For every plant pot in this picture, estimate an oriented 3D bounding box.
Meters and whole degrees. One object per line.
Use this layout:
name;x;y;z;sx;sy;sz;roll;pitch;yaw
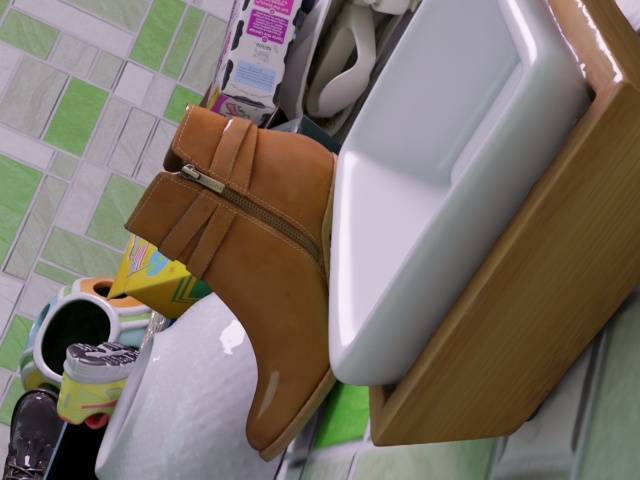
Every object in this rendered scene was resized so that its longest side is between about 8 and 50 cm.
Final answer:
plant pot;-0.266;0.320;1.376;0.234;0.166;0.165;118;169;-52

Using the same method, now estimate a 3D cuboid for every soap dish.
soap dish;0.101;-0.045;0.622;0.229;0.118;0.291;-60;15;28

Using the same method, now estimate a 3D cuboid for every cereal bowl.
cereal bowl;-0.144;0.197;1.137;0.339;0.141;0.339;-61;13;24

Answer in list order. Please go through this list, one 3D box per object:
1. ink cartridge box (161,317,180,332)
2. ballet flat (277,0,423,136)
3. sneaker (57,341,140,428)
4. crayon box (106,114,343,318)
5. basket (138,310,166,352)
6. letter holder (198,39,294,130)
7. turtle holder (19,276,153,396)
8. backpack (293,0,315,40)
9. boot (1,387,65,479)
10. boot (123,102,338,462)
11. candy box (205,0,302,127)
ink cartridge box;-0.151;0.096;1.438;0.046;0.097;0.207;-48;23;55
ballet flat;0.056;-0.272;1.248;0.139;0.139;0.400;-80;15;-47
sneaker;-0.247;0.174;1.261;0.208;0.081;0.094;19;-89;-67
crayon box;-0.125;-0.018;1.339;0.318;0.081;0.202;-14;50;46
basket;-0.189;0.125;1.525;0.113;0.103;0.167;-47;22;53
letter holder;-0.097;-0.154;1.549;0.302;0.152;0.214;-47;25;55
turtle holder;-0.358;0.196;1.621;0.320;0.243;0.227;-39;-19;-6
backpack;0.026;-0.338;1.442;0.115;0.152;0.182;103;-179;-65
boot;-0.384;0.324;1.360;0.229;0.091;0.263;80;-169;-85
boot;-0.072;0.031;0.949;0.283;0.220;0.109;-68;12;-6
candy box;-0.075;-0.260;1.310;0.159;0.071;0.233;156;128;-75
